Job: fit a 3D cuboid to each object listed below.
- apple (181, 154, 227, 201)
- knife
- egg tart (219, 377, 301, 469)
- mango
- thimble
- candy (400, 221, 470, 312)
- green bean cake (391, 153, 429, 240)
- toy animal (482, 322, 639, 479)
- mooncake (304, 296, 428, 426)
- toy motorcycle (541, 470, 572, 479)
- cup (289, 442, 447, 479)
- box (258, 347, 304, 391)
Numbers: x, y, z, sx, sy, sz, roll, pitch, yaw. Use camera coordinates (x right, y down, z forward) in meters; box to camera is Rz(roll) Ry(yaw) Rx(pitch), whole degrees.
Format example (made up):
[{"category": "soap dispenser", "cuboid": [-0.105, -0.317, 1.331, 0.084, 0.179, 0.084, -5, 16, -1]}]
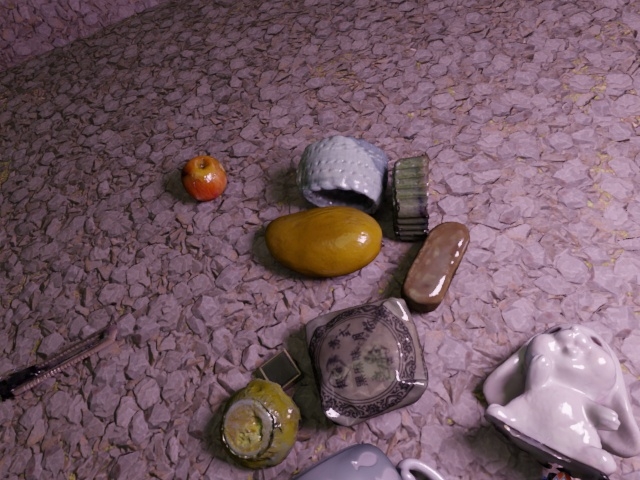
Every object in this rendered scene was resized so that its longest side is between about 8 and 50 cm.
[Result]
[{"category": "apple", "cuboid": [-0.366, -0.197, 1.282, 0.146, 0.146, 0.146, -6, 60, 10]}, {"category": "knife", "cuboid": [-0.725, 0.327, 1.124, 0.365, 0.043, 0.089, -27, 59, -3]}, {"category": "egg tart", "cuboid": [-0.144, 0.409, 0.900, 0.197, 0.078, 0.197, -4, 78, 17]}, {"category": "mango", "cuboid": [0.002, 0.007, 1.078, 0.331, 0.142, 0.195, -7, 55, 19]}, {"category": "thimble", "cuboid": [0.057, -0.169, 1.119, 0.250, 0.205, 0.172, 11, 69, 1]}, {"category": "candy", "cuboid": [0.278, 0.063, 0.993, 0.102, 0.104, 0.234, 24, 69, 19]}, {"category": "green bean cake", "cuboid": [0.232, -0.106, 1.060, 0.094, 0.173, 0.181, -1, 64, 12]}, {"category": "toy animal", "cuboid": [0.467, 0.302, 0.775, 0.289, 0.174, 0.249, -38, 48, -8]}, {"category": "mooncake", "cuboid": [0.102, 0.259, 0.907, 0.250, 0.136, 0.254, -19, 58, 7]}, {"category": "toy motorcycle", "cuboid": [0.402, 0.509, 0.703, 0.076, 0.114, 0.205, 10, 64, 20]}, {"category": "cup", "cuboid": [0.104, 0.513, 0.720, 0.356, 0.259, 0.274, -12, 53, -30]}, {"category": "box", "cuboid": [-0.091, 0.314, 0.980, 0.083, 0.035, 0.079, -37, 59, -8]}]
